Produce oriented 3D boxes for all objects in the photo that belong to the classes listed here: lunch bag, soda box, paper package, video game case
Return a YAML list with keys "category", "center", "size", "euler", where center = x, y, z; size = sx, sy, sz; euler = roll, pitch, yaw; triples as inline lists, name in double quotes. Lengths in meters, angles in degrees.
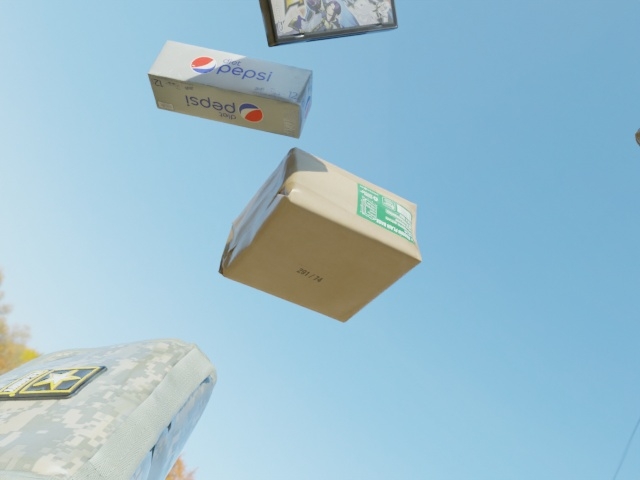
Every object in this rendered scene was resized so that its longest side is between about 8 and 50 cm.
- category: "lunch bag"
  center: [-0.220, 0.190, 0.407]
  size: [0.287, 0.235, 0.169]
  euler: [-40, -88, 9]
- category: "soda box"
  center: [-0.162, -0.279, 1.027]
  size: [0.286, 0.098, 0.091]
  euler: [13, -32, 5]
- category: "paper package"
  center: [0.000, 0.000, 1.186]
  size: [0.324, 0.168, 0.309]
  euler: [24, -44, -22]
- category: "video game case"
  center: [0.002, -0.465, 0.879]
  size: [0.035, 0.248, 0.275]
  euler: [11, -64, 57]

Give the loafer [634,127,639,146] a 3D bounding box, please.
- category: "loafer"
  center: [0.341, -0.089, 0.533]
  size: [0.045, 0.039, 0.125]
  euler: [58, 4, -22]
